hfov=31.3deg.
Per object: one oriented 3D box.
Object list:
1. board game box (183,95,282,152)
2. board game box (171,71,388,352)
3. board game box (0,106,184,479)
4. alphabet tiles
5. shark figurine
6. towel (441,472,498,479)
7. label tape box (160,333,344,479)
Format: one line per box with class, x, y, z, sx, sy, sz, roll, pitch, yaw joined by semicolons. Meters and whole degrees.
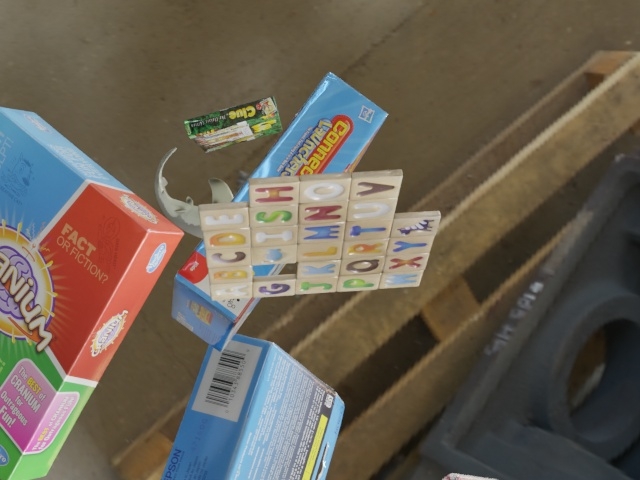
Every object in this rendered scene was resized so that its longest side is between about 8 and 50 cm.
board game box;-0.128;-0.176;1.755;0.136;0.259;0.030;-18;90;0
board game box;-0.061;-0.022;1.415;0.086;0.308;0.302;36;76;1
board game box;-0.316;0.056;1.209;0.316;0.242;0.064;-59;156;13
alphabet tiles;0.000;0.000;0.972;0.198;0.237;0.009;-3;67;-4
shark figurine;-0.193;-0.032;1.869;0.166;0.278;0.116;-53;147;-29
towel;0.101;0.317;1.234;0.197;0.029;0.144;-45;153;9
label tape box;-0.090;0.312;1.769;0.347;0.115;0.249;49;55;-61
